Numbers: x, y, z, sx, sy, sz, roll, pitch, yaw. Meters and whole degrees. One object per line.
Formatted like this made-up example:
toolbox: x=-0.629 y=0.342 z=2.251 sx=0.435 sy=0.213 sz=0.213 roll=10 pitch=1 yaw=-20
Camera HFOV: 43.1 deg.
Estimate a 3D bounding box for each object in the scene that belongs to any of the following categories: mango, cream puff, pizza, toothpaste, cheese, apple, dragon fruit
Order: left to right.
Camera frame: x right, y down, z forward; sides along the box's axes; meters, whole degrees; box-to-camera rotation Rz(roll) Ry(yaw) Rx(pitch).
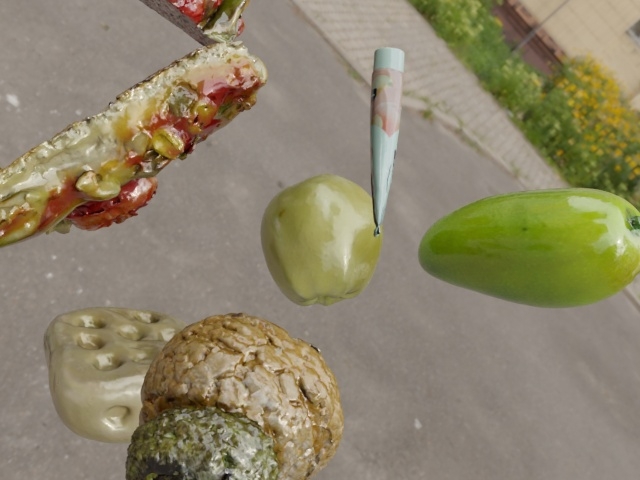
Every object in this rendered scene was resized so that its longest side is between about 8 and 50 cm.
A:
pizza: x=-0.283 y=-0.070 z=0.982 sx=0.406 sy=0.440 sz=0.130 roll=-40 pitch=101 yaw=-44
cheese: x=-0.269 y=0.172 z=1.084 sx=0.218 sy=0.117 sz=0.235 roll=22 pitch=20 yaw=23
dragon fruit: x=-0.179 y=-0.388 z=1.173 sx=0.205 sy=0.152 sz=0.317 roll=37 pitch=1 yaw=-15
cream puff: x=-0.083 y=0.172 z=0.682 sx=0.183 sy=0.183 sz=0.169 roll=46 pitch=28 yaw=-6
apple: x=0.000 y=0.000 z=1.205 sx=0.200 sy=0.200 sz=0.200 roll=38 pitch=25 yaw=-22
toothpaste: x=0.069 y=-0.107 z=0.893 sx=0.056 sy=0.036 sz=0.205 roll=44 pitch=50 yaw=-83
mango: x=0.302 y=0.015 z=1.195 sx=0.192 sy=0.343 sz=0.156 roll=59 pitch=42 yaw=-37
